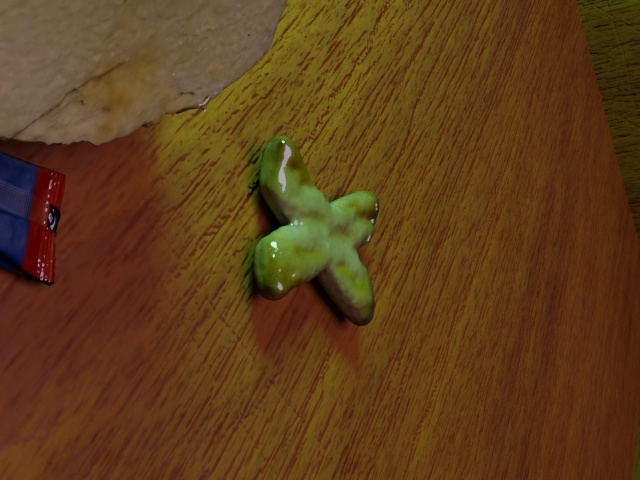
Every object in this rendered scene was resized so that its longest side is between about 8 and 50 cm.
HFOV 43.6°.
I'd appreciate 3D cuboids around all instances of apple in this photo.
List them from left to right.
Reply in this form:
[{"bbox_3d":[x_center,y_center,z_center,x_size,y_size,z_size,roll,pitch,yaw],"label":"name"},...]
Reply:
[{"bbox_3d":[-0.147,-0.216,0.465,0.309,0.252,0.314,-28,107,-45],"label":"apple"}]

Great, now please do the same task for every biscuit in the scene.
[{"bbox_3d":[0.000,-0.001,0.849,0.208,0.047,0.164,25,62,-55],"label":"biscuit"}]

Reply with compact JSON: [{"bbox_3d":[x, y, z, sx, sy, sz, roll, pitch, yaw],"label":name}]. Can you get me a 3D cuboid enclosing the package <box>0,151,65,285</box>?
[{"bbox_3d":[-0.237,-0.034,0.491,0.200,0.022,0.083,29,61,-54],"label":"package"}]
